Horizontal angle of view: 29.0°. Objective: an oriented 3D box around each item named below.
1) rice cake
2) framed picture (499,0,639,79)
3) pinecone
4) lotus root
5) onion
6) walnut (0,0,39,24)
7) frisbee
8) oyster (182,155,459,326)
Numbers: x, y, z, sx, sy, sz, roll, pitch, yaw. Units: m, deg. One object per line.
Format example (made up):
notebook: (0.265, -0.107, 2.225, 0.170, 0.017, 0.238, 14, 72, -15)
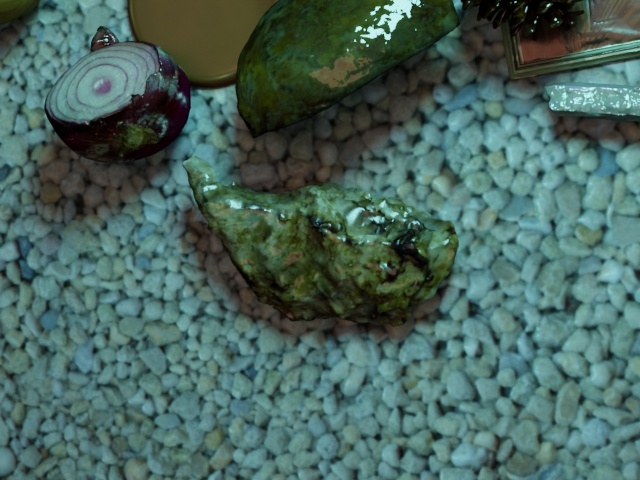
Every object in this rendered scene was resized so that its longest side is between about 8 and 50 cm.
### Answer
rice cake: (0.422, -0.174, 1.580, 0.270, 0.055, 0.049, 5, 83, 16)
framed picture: (0.363, -0.337, 1.609, 0.273, 0.016, 0.216, -10, 90, 16)
pinecone: (0.260, -0.327, 1.553, 0.165, 0.163, 0.163, 41, 103, -4)
lotus root: (0.011, -0.272, 1.628, 0.314, 0.210, 0.142, -31, 108, 3)
onion: (-0.283, -0.210, 1.745, 0.195, 0.140, 0.218, -31, 49, 9)
walnut: (-0.493, -0.402, 1.769, 0.226, 0.193, 0.193, -2, 92, 26)
frisbee: (-0.161, -0.343, 1.756, 0.251, 0.021, 0.250, 1, 93, 17)
oyster: (-0.017, 0.021, 1.689, 0.396, 0.111, 0.204, 14, 99, 11)
